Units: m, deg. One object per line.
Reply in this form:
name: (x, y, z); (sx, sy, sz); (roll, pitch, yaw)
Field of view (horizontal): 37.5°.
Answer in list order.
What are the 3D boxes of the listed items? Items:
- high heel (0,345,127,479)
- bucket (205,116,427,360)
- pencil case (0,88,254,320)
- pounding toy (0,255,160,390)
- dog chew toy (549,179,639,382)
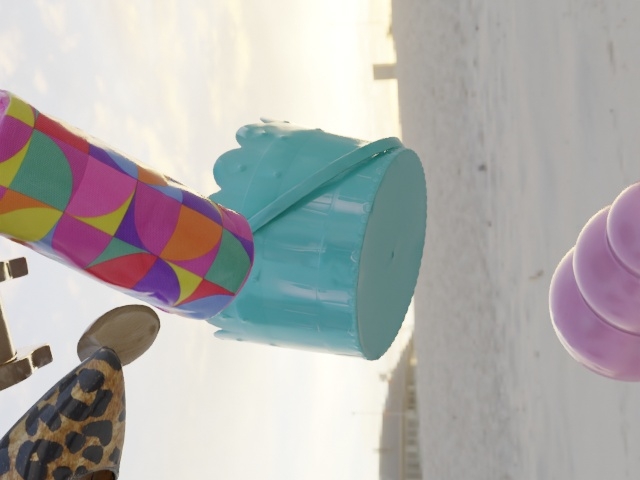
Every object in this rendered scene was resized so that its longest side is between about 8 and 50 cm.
high heel: (-0.130, 0.209, 0.558); (0.093, 0.186, 0.261); (-2, -55, -54)
bucket: (0.000, 0.000, 1.068); (0.281, 0.183, 0.281); (10, -90, -70)
pencil case: (-0.159, -0.018, 0.673); (0.236, 0.104, 0.104); (27, -124, -38)
pounding toy: (-0.248, 0.099, 0.603); (0.154, 0.269, 0.155); (-23, -81, -71)
dog chew toy: (0.399, 0.039, 1.159); (0.332, 0.206, 0.207); (84, -171, -58)
